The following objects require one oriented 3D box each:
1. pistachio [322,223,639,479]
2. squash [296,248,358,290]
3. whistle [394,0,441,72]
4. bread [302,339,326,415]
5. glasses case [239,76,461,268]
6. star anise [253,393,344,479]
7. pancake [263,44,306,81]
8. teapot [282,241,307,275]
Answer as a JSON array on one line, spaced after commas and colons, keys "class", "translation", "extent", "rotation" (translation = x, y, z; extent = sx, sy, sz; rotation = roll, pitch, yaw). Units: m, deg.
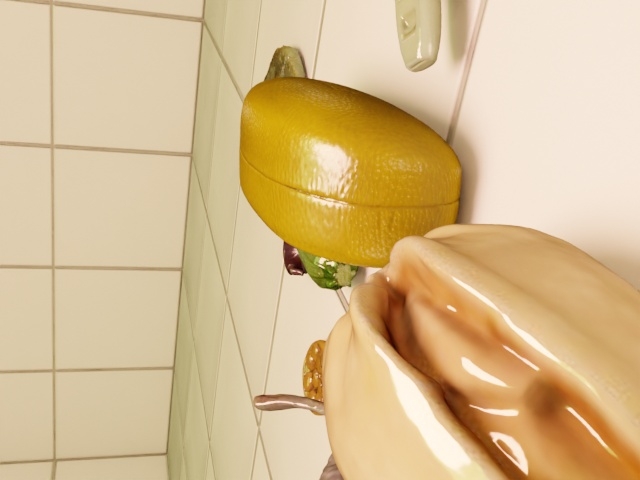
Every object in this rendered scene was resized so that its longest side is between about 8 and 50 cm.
[{"class": "pistachio", "translation": [0.108, 0.103, 0.400], "extent": [0.193, 0.214, 0.318], "rotation": [-44, 34, 4]}, {"class": "squash", "translation": [0.000, 0.000, 0.949], "extent": [0.219, 0.068, 0.077], "rotation": [-120, 40, -59]}, {"class": "whistle", "translation": [0.084, -0.275, 0.654], "extent": [0.110, 0.092, 0.245], "rotation": [-14, 74, 62]}, {"class": "bread", "translation": [-0.002, 0.193, 1.013], "extent": [0.110, 0.024, 0.110], "rotation": [-179, 90, -72]}, {"class": "glasses case", "translation": [0.007, -0.094, 0.751], "extent": [0.371, 0.173, 0.141], "rotation": [-130, 41, -66]}, {"class": "star anise", "translation": [0.001, 0.298, 0.619], "extent": [0.359, 0.316, 0.139], "rotation": [12, 145, 37]}, {"class": "pancake", "translation": [-0.069, -0.218, 1.260], "extent": [0.253, 0.037, 0.254], "rotation": [-177, 90, -73]}, {"class": "teapot", "translation": [-0.030, 0.016, 1.093], "extent": [0.068, 0.045, 0.100], "rotation": [78, -165, -44]}]
